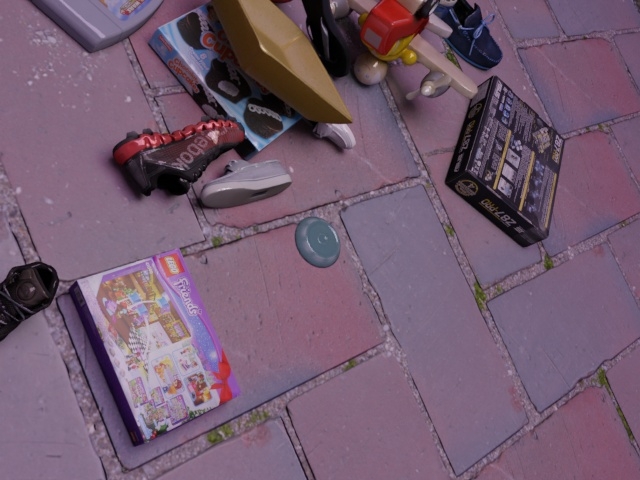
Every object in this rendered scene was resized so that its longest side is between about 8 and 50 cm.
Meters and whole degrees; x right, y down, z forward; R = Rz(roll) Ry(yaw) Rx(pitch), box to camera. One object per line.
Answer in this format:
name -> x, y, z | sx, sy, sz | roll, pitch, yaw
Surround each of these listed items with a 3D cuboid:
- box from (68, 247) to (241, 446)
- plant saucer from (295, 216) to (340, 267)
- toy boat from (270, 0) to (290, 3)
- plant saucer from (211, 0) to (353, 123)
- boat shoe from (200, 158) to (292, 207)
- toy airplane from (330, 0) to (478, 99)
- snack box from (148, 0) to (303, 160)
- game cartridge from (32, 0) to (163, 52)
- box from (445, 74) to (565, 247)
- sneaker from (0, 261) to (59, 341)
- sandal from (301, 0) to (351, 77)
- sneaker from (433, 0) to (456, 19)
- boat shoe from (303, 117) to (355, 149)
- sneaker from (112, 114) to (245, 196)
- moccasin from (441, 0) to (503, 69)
box -> -0.284, 0.178, 1.233 | 0.201, 0.057, 0.293 | -19, 83, -39
plant saucer -> 0.000, 0.000, 1.543 | 0.119, 0.021, 0.119 | 15, 62, -31
toy boat -> -0.068, -0.664, 1.726 | 0.151, 0.151, 0.231 | 49, 43, -48
plant saucer -> -0.100, -0.405, 1.509 | 0.333, 0.081, 0.333 | 29, 30, -51
boat shoe -> -0.161, -0.125, 1.452 | 0.227, 0.079, 0.081 | -15, 71, -44
toy airplane -> 0.183, -0.513, 1.776 | 0.384, 0.272, 0.386 | 22, 24, -38
snack box -> -0.194, -0.348, 1.527 | 0.322, 0.060, 0.187 | 50, 49, -7
game cartridge -> -0.428, -0.519, 1.437 | 0.198, 0.062, 0.297 | 38, 53, -12
box -> 0.530, -0.227, 1.982 | 0.318, 0.097, 0.395 | 34, 54, -18
sneaker -> -0.489, 0.108, 1.070 | 0.087, 0.130, 0.227 | 51, 52, -5
sandal -> -0.002, -0.498, 1.673 | 0.054, 0.097, 0.254 | -43, 126, -27
sneaker -> 0.219, -0.715, 1.955 | 0.330, 0.147, 0.130 | 39, 62, 7
boat shoe -> 0.002, -0.272, 1.639 | 0.184, 0.066, 0.063 | 48, 65, -13
sneaker -> -0.255, -0.160, 1.374 | 0.276, 0.098, 0.135 | -21, 84, -36
moccasin -> 0.416, -0.636, 2.061 | 0.342, 0.117, 0.137 | 36, 54, -19
